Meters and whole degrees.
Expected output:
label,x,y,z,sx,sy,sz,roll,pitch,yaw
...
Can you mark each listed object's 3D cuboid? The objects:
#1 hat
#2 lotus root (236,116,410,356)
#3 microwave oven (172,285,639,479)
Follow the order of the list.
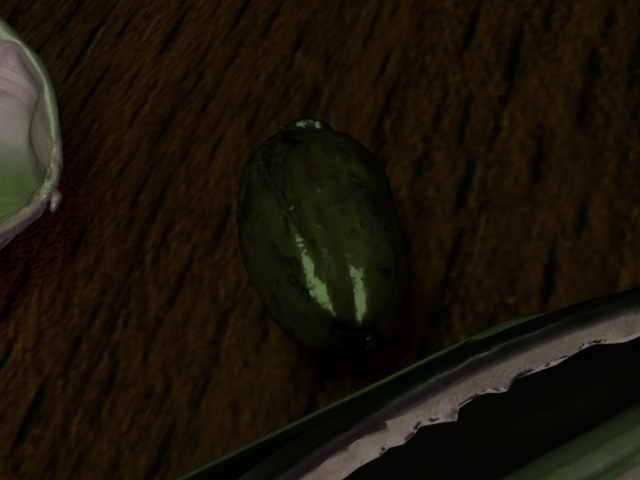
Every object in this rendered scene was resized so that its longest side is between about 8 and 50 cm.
label,x,y,z,sx,sy,sz,roll,pitch,yaw
hat,-0.275,-0.029,1.158,0.219,0.164,0.226,-59,11,-31
lotus root,0.000,0.000,0.972,0.089,0.080,0.179,-5,45,-8
microwave oven,0.023,0.206,0.432,0.394,0.333,0.247,-23,-1,-32
